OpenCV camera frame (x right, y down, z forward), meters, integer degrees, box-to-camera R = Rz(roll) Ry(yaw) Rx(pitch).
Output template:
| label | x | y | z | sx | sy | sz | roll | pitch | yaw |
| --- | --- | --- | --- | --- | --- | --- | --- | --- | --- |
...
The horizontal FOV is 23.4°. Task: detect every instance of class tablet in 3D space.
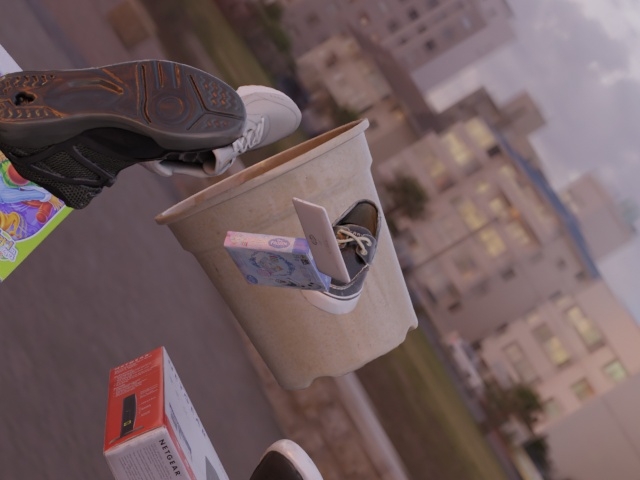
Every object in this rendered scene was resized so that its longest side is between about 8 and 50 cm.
| label | x | y | z | sx | sy | sz | roll | pitch | yaw |
| --- | --- | --- | --- | --- | --- | --- | --- | --- | --- |
| tablet | 0.000 | 0.000 | 1.451 | 0.054 | 0.006 | 0.083 | 21 | -44 | 53 |

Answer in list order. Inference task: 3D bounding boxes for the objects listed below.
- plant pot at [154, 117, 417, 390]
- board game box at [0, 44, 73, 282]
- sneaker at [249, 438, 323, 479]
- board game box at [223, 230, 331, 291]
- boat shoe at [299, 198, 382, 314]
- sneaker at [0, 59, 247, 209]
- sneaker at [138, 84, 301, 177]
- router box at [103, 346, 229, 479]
| label | x | y | z | sx | sy | sz | roll | pitch | yaw |
| --- | --- | --- | --- | --- | --- | --- | --- | --- | --- |
| plant pot | -0.022 | 0.033 | 2.201 | 0.334 | 0.334 | 0.305 | -106 | 171 | -83 |
| board game box | -0.429 | -0.134 | 1.744 | 0.347 | 0.078 | 0.233 | 51 | 41 | -13 |
| sneaker | -0.080 | 0.328 | 1.523 | 0.104 | 0.147 | 0.295 | 41 | -44 | 28 |
| board game box | -0.043 | 0.022 | 1.574 | 0.090 | 0.090 | 0.020 | 63 | 36 | -59 |
| boat shoe | 0.028 | 0.013 | 1.849 | 0.078 | 0.070 | 0.219 | 24 | 28 | -1 |
| sneaker | -0.178 | -0.093 | 1.380 | 0.130 | 0.228 | 0.087 | 88 | -2 | -60 |
| sneaker | -0.129 | -0.126 | 2.002 | 0.121 | 0.262 | 0.099 | 43 | -42 | 44 |
| router box | -0.165 | 0.335 | 1.951 | 0.301 | 0.082 | 0.335 | -113 | 178 | -74 |
